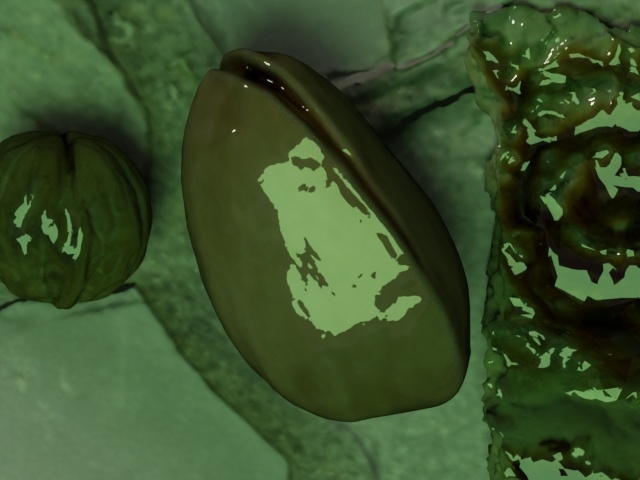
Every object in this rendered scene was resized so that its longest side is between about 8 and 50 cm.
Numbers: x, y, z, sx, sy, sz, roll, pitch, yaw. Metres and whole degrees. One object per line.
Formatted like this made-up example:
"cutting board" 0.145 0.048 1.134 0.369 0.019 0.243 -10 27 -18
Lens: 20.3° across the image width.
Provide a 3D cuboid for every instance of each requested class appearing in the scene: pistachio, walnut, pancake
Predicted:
"pistachio" 0.000 0.000 0.788 0.185 0.108 0.126 57 158 -16
"walnut" -0.121 -0.011 0.830 0.092 0.092 0.092 6 124 9
"pancake" 0.248 0.008 0.770 0.427 0.067 0.304 -11 118 21
